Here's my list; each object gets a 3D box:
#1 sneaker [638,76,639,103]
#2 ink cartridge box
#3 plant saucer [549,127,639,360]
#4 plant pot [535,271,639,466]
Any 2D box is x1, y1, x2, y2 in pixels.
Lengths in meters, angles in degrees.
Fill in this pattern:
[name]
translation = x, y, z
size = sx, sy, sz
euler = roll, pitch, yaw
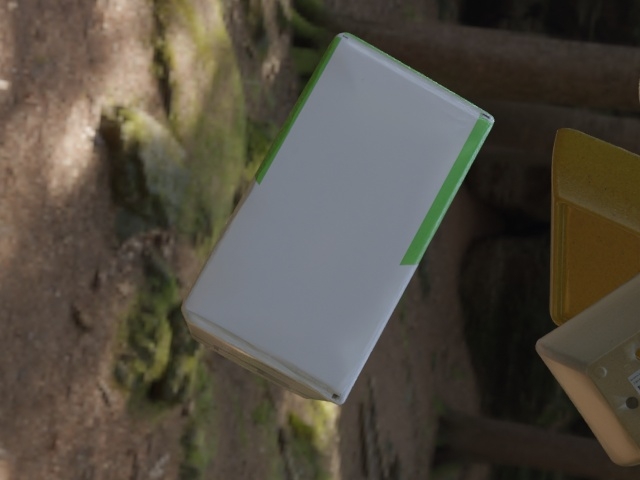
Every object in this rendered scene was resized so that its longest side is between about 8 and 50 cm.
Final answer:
[sneaker]
translation = 0.327, -0.165, 1.104
size = 0.123, 0.106, 0.290
euler = -34, 165, -16
[ink cartridge box]
translation = 0.000, 0.000, 0.845
size = 0.198, 0.115, 0.273
euler = -61, -179, -8
[plant saucer]
translation = 0.422, 0.054, 1.606
size = 0.081, 0.333, 0.333
euler = -37, 138, -30
[plant pot]
translation = 0.225, 0.092, 0.840
size = 0.109, 0.109, 0.096
euler = 56, 5, 1
